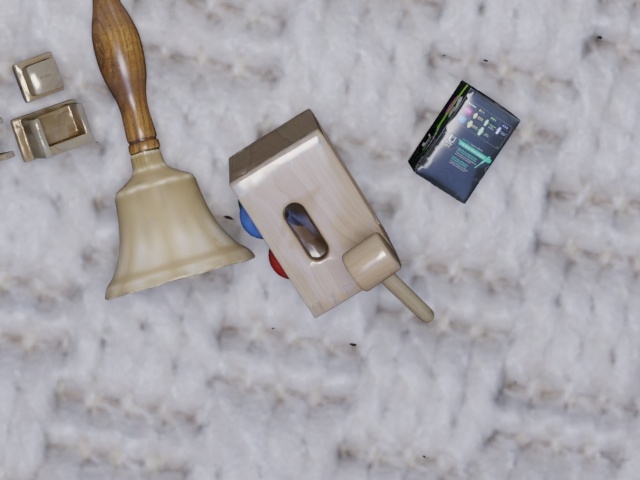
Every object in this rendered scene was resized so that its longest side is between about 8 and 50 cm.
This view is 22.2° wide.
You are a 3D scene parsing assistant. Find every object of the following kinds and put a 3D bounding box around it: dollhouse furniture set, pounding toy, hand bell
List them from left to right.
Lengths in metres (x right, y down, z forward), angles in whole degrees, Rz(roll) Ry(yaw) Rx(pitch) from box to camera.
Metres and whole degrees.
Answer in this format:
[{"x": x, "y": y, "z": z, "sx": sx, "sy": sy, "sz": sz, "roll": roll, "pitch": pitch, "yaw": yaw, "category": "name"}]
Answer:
[{"x": -0.291, "y": -0.140, "z": 1.305, "sx": 0.161, "sy": 0.101, "sz": 0.182, "roll": -22, "pitch": 103, "yaw": -24, "category": "dollhouse furniture set"}, {"x": -0.145, "y": -0.084, "z": 1.314, "sx": 0.126, "sy": 0.126, "sz": 0.242, "roll": -16, "pitch": 91, "yaw": 0, "category": "hand bell"}, {"x": 0.005, "y": 0.009, "z": 1.277, "sx": 0.094, "sy": 0.206, "sz": 0.181, "roll": -31, "pitch": 102, "yaw": 3, "category": "pounding toy"}]

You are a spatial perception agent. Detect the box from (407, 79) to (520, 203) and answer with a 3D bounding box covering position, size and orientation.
[{"x": 0.117, "y": -0.081, "z": 1.338, "sx": 0.052, "sy": 0.062, "sz": 0.083, "roll": 32, "pitch": 98, "yaw": -8, "category": "box"}]
